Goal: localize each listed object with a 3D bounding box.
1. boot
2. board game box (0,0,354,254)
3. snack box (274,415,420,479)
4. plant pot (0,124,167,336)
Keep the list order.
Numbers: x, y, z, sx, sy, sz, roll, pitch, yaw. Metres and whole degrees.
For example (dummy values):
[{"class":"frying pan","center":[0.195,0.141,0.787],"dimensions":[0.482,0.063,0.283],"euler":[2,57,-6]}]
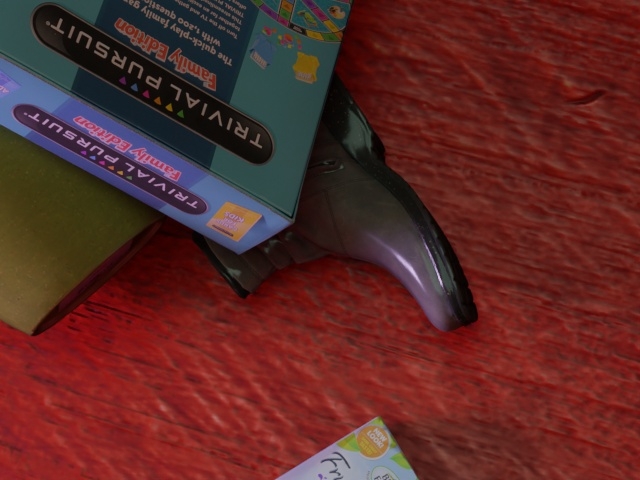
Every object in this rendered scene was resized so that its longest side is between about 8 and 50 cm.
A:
[{"class":"boot","center":[0.000,0.000,1.315],"dimensions":[0.161,0.083,0.246],"euler":[-34,65,3]},{"class":"board game box","center":[-0.102,-0.196,1.257],"dimensions":[0.254,0.079,0.336],"euler":[30,57,-23]},{"class":"snack box","center":[0.010,0.207,1.270],"dimensions":[0.141,0.037,0.100],"euler":[-31,74,-1]},{"class":"plant pot","center":[-0.259,-0.082,1.295],"dimensions":[0.275,0.275,0.293],"euler":[-43,89,-4]}]
